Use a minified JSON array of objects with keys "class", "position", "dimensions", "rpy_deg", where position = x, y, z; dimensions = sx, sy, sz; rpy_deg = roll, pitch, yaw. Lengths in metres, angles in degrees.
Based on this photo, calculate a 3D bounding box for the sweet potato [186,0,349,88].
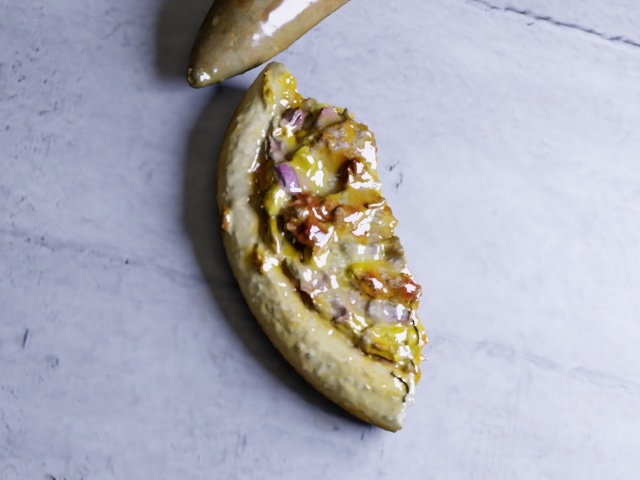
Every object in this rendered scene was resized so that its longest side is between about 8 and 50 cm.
[{"class":"sweet potato","position":[0.012,-0.235,1.248],"dimensions":[0.108,0.079,0.346],"rpy_deg":[16,59,5]}]

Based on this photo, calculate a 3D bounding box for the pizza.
[{"class":"pizza","position":[0.002,-0.001,1.150],"dimensions":[0.127,0.058,0.246],"rpy_deg":[-2,69,-17]}]
